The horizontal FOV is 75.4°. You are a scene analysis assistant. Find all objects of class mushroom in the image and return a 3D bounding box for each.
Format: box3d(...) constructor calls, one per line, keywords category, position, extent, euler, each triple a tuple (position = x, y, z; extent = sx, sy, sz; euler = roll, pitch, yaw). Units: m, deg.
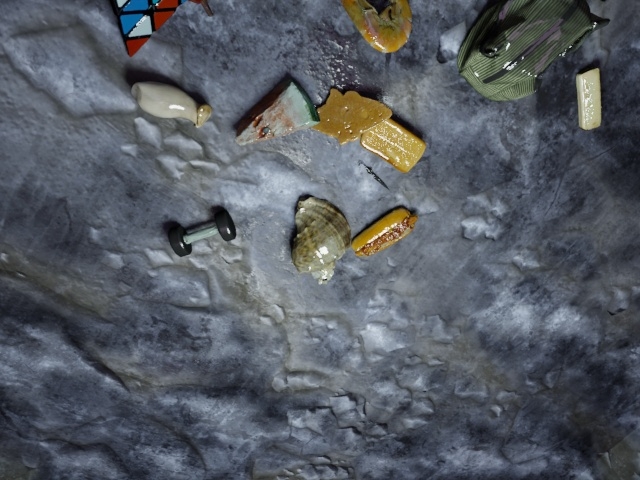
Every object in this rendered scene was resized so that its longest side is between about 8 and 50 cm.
box3d(category="mushroom", position=(-0.409, -0.374, 1.141), extent=(0.213, 0.088, 0.097), euler=(15, 122, -21))

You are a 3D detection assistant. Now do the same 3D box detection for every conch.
box3d(category="conch", position=(0.002, 0.009, 1.339), extent=(0.210, 0.159, 0.291), euler=(-12, 114, -1))

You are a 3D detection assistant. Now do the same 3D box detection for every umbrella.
box3d(category="umbrella", position=(0.178, -0.207, 1.339), extent=(0.149, 0.022, 0.022), euler=(32, 84, -27))

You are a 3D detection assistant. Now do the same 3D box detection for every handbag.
box3d(category="handbag", position=(0.559, -0.543, 1.110), extent=(0.247, 0.240, 0.340), euler=(39, 106, -17))

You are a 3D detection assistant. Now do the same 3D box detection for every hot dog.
box3d(category="hot dog", position=(0.219, -0.025, 1.398), extent=(0.249, 0.076, 0.102), euler=(-32, 112, 9))

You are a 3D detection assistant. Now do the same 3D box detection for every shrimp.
box3d(category="shrimp", position=(0.142, -0.619, 1.106), extent=(0.249, 0.068, 0.150), euler=(36, 94, -18))

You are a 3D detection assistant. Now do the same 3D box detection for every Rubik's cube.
box3d(category="Rubik's cube", position=(-0.445, -0.579, 1.058), extent=(0.250, 0.284, 0.234), euler=(-13, 144, -38))

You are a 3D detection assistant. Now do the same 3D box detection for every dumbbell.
box3d(category="dumbbell", position=(-0.370, -0.022, 1.307), extent=(0.191, 0.100, 0.100), euler=(-18, 116, 2))

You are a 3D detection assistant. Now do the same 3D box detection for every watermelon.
box3d(category="watermelon", position=(-0.139, -0.350, 1.187), extent=(0.241, 0.094, 0.154), euler=(-29, 95, 12))

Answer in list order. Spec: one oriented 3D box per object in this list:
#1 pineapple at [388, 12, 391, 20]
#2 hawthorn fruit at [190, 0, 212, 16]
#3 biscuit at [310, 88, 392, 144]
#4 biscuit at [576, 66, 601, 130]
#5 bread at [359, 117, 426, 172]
box3d(category="pineapple", position=(0.204, -0.611, 1.150), extent=(0.083, 0.019, 0.045), euler=(-20, 110, 3))
box3d(category="hawthorn fruit", position=(-0.282, -0.718, 0.887), extent=(0.308, 0.308, 0.324), euler=(31, 110, -20))
box3d(category="biscuit", position=(0.083, -0.362, 1.209), extent=(0.250, 0.035, 0.162), euler=(0, 100, 15))
box3d(category="biscuit", position=(0.839, -0.441, 1.298), extent=(0.056, 0.052, 0.188), euler=(-12, 117, 17))
box3d(category="bread", position=(0.219, -0.300, 1.267), extent=(0.200, 0.077, 0.116), euler=(28, 110, -17))
